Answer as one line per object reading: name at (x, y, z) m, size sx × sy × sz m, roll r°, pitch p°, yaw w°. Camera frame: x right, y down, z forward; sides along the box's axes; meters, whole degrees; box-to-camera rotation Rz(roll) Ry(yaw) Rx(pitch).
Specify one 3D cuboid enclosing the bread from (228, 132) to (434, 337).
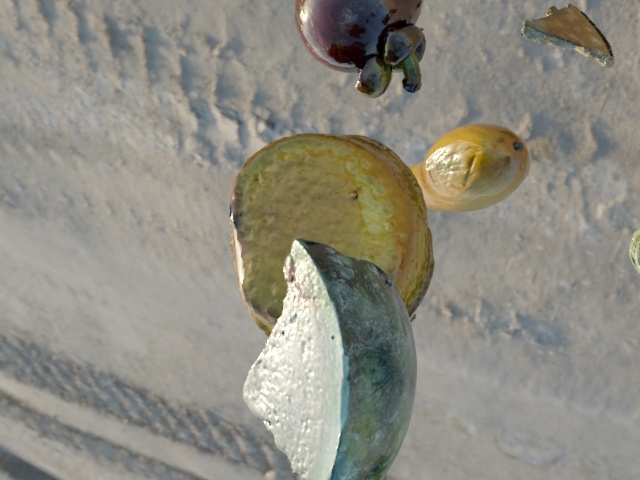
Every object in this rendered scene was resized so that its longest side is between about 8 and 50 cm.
bread at (0.001, 0.003, 1.495) m, size 0.337 × 0.358 × 0.204 m, roll -13°, pitch 173°, yaw 15°

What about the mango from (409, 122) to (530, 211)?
mango at (0.284, -0.133, 1.818) m, size 0.187 × 0.143 × 0.359 m, roll 12°, pitch 166°, yaw -12°

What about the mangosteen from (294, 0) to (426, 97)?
mangosteen at (0.077, -0.342, 1.496) m, size 0.257 × 0.215 × 0.215 m, roll 61°, pitch 148°, yaw -1°

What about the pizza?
pizza at (0.456, -0.389, 1.779) m, size 0.195 × 0.185 × 0.052 m, roll -1°, pitch 138°, yaw -28°

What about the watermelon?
watermelon at (0.014, 0.148, 1.145) m, size 0.214 × 0.289 × 0.319 m, roll -11°, pitch 93°, yaw 25°

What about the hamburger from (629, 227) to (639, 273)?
hamburger at (0.524, 0.032, 1.428) m, size 0.121 × 0.084 × 0.054 m, roll 35°, pitch -172°, yaw -11°
